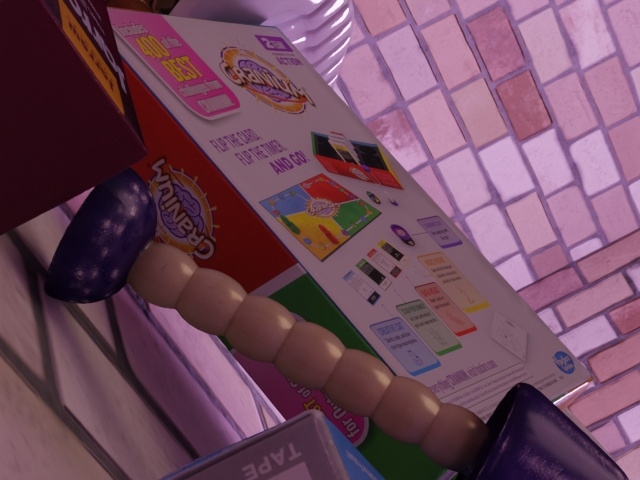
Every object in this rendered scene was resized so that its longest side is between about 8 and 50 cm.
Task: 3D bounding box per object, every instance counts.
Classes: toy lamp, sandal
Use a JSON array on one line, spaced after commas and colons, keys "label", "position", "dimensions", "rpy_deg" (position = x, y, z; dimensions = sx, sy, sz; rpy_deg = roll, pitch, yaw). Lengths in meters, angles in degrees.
[{"label": "toy lamp", "position": [0.011, 0.061, 0.707], "dimensions": [0.274, 0.080, 0.080], "rpy_deg": [31, 4, 3]}, {"label": "sandal", "position": [-0.071, -0.119, 1.186], "dimensions": [0.102, 0.169, 0.416], "rpy_deg": [57, -12, 18]}]

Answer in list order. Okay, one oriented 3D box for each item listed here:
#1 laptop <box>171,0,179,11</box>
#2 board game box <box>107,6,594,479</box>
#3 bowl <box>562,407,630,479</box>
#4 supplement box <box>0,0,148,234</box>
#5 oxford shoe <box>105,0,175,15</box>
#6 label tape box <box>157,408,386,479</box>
[{"label": "laptop", "position": [-0.117, -0.218, 1.335], "dimensions": [0.264, 0.136, 0.234], "rpy_deg": [56, 8, -52]}, {"label": "board game box", "position": [0.000, 0.000, 0.899], "dimensions": [0.316, 0.064, 0.242], "rpy_deg": [49, 22, 15]}, {"label": "bowl", "position": [0.083, 0.187, 0.967], "dimensions": [0.298, 0.134, 0.298], "rpy_deg": [37, 22, -18]}, {"label": "supplement box", "position": [-0.149, -0.107, 0.697], "dimensions": [0.104, 0.080, 0.188], "rpy_deg": [59, 6, -42]}, {"label": "oxford shoe", "position": [-0.153, -0.152, 1.108], "dimensions": [0.076, 0.076, 0.212], "rpy_deg": [30, 16, -13]}, {"label": "label tape box", "position": [0.049, 0.265, 0.580], "dimensions": [0.249, 0.115, 0.348], "rpy_deg": [55, 11, -61]}]
